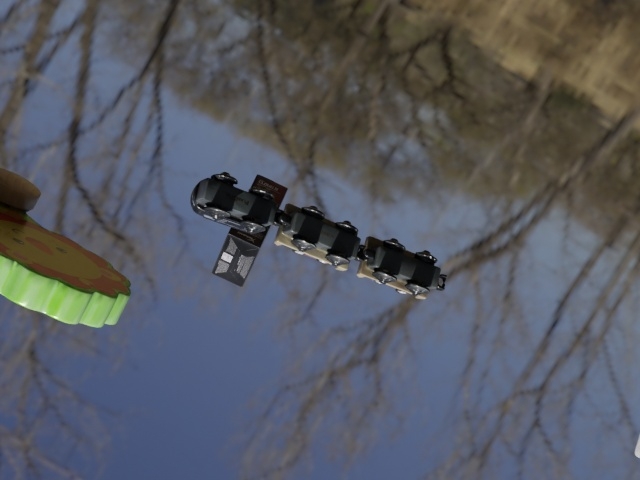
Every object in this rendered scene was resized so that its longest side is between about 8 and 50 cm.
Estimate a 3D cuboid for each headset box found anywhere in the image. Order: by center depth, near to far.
[{"bbox_3d":[-0.060,-0.011,1.287,0.032,0.062,0.083,26,-130,-1],"label":"headset box"}]

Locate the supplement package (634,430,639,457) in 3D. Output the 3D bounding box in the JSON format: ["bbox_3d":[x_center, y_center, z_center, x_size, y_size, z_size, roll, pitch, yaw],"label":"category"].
[{"bbox_3d":[0.383,0.106,1.129,0.203,0.194,0.149,23,-162,40],"label":"supplement package"}]

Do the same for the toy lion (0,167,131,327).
[{"bbox_3d":[-0.122,0.001,0.549,0.100,0.034,0.096,18,-166,-48],"label":"toy lion"}]

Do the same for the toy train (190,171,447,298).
[{"bbox_3d":[0.000,0.000,0.809,0.158,0.027,0.036,21,164,-25],"label":"toy train"}]
